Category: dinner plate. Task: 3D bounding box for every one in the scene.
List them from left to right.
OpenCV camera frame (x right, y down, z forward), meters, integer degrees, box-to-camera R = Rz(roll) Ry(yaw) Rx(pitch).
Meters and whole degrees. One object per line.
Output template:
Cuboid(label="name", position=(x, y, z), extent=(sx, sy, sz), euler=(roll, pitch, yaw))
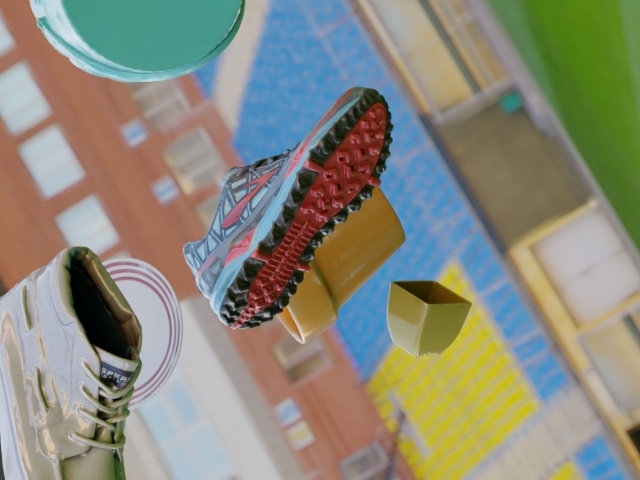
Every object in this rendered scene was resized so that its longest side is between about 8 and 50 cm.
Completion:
Cuboid(label="dinner plate", position=(-0.181, 0.086, 1.589), extent=(0.017, 0.141, 0.141), euler=(19, -142, -58))

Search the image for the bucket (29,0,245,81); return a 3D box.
Cuboid(label="bucket", position=(-0.232, -0.335, 2.265), extent=(0.281, 0.281, 0.183), euler=(58, 171, -13))

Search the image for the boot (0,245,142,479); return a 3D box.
Cuboid(label="boot", position=(-0.186, 0.131, 1.365), extent=(0.095, 0.123, 0.258), euler=(3, -125, -48))

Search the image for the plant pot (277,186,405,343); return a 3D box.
Cuboid(label="plant pot", position=(0.000, 0.000, 2.281), extent=(0.205, 0.188, 0.205), euler=(55, 171, 13))

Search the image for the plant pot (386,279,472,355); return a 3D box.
Cuboid(label="plant pot", position=(0.136, 0.106, 2.299), extent=(0.081, 0.083, 0.081), euler=(-1, -158, -38))

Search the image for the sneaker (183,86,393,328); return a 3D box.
Cuboid(label="sneaker", position=(-0.042, -0.051, 1.651), extent=(0.125, 0.262, 0.104), euler=(44, -169, 36))
